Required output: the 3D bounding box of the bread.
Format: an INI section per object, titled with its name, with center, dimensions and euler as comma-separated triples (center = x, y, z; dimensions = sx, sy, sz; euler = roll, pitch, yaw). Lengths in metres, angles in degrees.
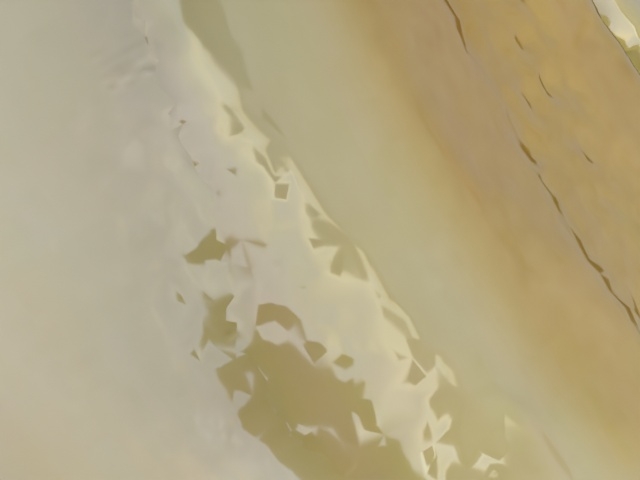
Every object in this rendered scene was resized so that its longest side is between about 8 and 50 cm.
[bread]
center = 0.000, 0.000, 0.661
dimensions = 0.253, 0.348, 0.376
euler = -31, 97, 30
